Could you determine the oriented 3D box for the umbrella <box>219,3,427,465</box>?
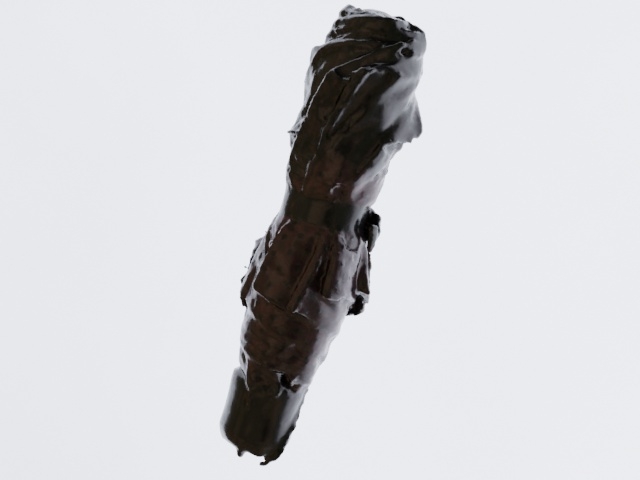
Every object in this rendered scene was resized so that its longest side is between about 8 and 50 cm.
[{"bbox_3d":[0.000,0.000,0.787,0.094,0.090,0.326,15,-81,-3],"label":"umbrella"}]
